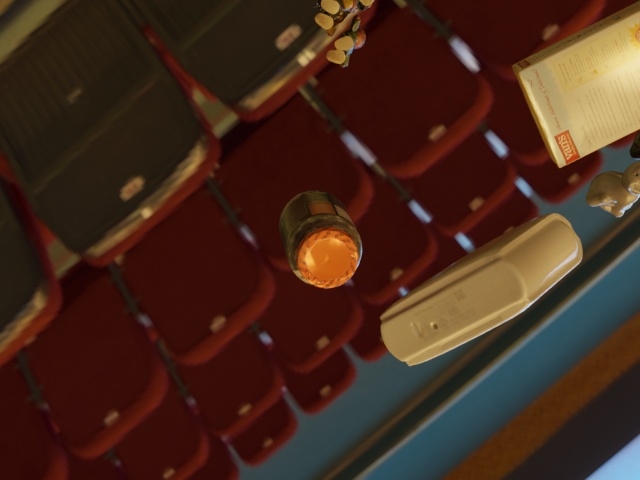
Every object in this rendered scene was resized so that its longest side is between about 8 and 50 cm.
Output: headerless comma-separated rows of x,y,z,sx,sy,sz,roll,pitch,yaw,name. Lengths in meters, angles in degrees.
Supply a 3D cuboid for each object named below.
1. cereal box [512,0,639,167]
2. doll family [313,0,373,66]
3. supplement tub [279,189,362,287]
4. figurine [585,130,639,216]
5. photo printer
0.424,-0.235,1.767,0.240,0.047,0.173,-26,115,5,cereal box
0.042,-0.305,1.433,0.193,0.076,0.111,-62,174,25,doll family
0.000,0.000,1.845,0.117,0.117,0.190,-43,-162,8,supplement tub
0.609,-0.145,2.218,0.215,0.092,0.209,-44,177,-11,figurine
0.259,0.066,1.847,0.256,0.107,0.307,-32,177,33,photo printer
